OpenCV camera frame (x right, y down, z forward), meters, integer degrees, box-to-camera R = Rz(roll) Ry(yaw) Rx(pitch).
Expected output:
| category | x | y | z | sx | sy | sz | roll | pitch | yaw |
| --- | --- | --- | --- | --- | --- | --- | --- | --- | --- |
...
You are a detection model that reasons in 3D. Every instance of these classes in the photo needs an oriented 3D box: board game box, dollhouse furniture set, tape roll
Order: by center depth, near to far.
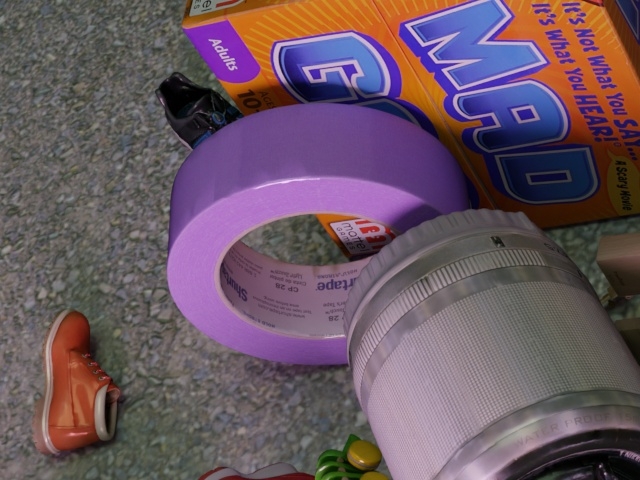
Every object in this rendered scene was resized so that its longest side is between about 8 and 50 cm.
| category | x | y | z | sx | sy | sz | roll | pitch | yaw |
| --- | --- | --- | --- | --- | --- | --- | --- | --- | --- |
| dollhouse furniture set | 0.310 | 0.010 | 1.490 | 0.144 | 0.151 | 0.123 | -9 | 47 | 33 |
| tape roll | 0.000 | 0.000 | 1.606 | 0.275 | 0.275 | 0.090 | -16 | 49 | 18 |
| board game box | 0.133 | -0.247 | 1.667 | 0.356 | 0.356 | 0.356 | -9 | 51 | 24 |

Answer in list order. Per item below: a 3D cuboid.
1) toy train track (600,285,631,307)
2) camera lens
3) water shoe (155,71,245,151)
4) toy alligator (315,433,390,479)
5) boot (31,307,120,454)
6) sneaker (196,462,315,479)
| category | x | y | z | sx | sy | sz | roll | pitch | yaw |
| --- | --- | --- | --- | --- | --- | --- | --- | --- | --- |
| toy train track | 0.252 | 0.061 | 1.592 | 0.083 | 0.014 | 0.048 | -38 | 5 | 10 |
| camera lens | 0.152 | 0.136 | 1.450 | 0.219 | 0.219 | 0.274 | -30 | 46 | 6 |
| water shoe | -0.109 | -0.113 | 1.895 | 0.073 | 0.080 | 0.203 | -48 | 47 | -11 |
| toy alligator | 0.029 | 0.221 | 1.449 | 0.051 | 0.056 | 0.189 | 8 | 33 | -19 |
| boot | -0.236 | 0.138 | 1.791 | 0.085 | 0.059 | 0.158 | -10 | 59 | 19 |
| sneaker | -0.024 | 0.237 | 1.495 | 0.128 | 0.221 | 0.087 | 7 | 102 | 27 |
